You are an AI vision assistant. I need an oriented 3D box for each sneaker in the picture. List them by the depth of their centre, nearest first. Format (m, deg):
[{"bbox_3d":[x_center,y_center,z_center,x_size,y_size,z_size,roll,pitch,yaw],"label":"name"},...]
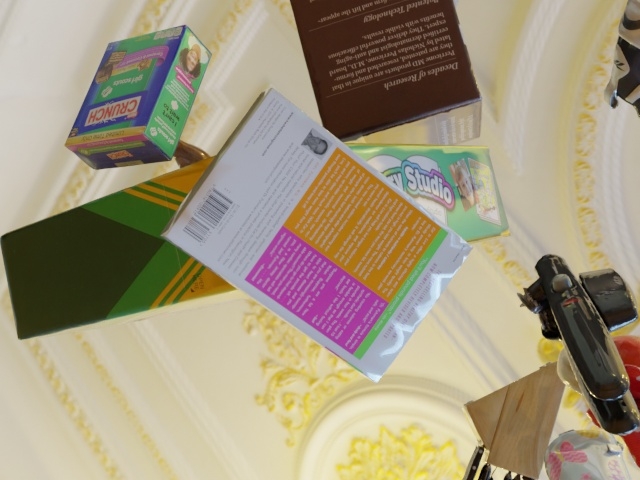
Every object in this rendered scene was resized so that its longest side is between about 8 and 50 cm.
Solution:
[{"bbox_3d":[0.415,-0.175,0.908,0.094,0.234,0.153,-110,-154,-47],"label":"sneaker"}]

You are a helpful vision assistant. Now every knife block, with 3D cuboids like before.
[{"bbox_3d":[0.367,0.376,1.498,0.275,0.088,0.242,-26,-104,-2],"label":"knife block"}]

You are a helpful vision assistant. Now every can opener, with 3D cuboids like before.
[{"bbox_3d":[0.170,0.056,0.541,0.073,0.186,0.059,-28,-77,18],"label":"can opener"}]

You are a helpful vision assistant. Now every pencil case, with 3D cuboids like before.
[{"bbox_3d":[0.410,0.386,1.190,0.124,0.273,0.114,-22,-68,8],"label":"pencil case"}]

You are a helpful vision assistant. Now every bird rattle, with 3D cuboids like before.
[{"bbox_3d":[0.351,0.159,0.900,0.206,0.253,0.143,14,-68,52],"label":"bird rattle"}]

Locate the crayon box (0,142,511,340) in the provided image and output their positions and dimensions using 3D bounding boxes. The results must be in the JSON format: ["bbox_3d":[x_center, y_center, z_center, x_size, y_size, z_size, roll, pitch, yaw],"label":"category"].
[{"bbox_3d":[-0.045,-0.004,0.778,0.313,0.362,0.106,-13,-93,36],"label":"crayon box"}]

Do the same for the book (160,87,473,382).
[{"bbox_3d":[0.000,0.000,0.458,0.096,0.144,0.035,-55,-162,-9],"label":"book"}]

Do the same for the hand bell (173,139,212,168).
[{"bbox_3d":[-0.114,-0.059,1.102,0.126,0.242,0.126,-21,-132,25],"label":"hand bell"}]

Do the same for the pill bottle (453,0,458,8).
[{"bbox_3d":[0.133,-0.447,1.344,0.210,0.210,0.363,7,-111,35],"label":"pill bottle"}]

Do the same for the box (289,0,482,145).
[{"bbox_3d":[0.073,-0.204,0.937,0.166,0.168,0.203,-16,-99,7],"label":"box"}]

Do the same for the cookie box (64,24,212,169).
[{"bbox_3d":[-0.147,-0.114,0.678,0.091,0.040,0.107,-3,-120,33],"label":"cookie box"}]
